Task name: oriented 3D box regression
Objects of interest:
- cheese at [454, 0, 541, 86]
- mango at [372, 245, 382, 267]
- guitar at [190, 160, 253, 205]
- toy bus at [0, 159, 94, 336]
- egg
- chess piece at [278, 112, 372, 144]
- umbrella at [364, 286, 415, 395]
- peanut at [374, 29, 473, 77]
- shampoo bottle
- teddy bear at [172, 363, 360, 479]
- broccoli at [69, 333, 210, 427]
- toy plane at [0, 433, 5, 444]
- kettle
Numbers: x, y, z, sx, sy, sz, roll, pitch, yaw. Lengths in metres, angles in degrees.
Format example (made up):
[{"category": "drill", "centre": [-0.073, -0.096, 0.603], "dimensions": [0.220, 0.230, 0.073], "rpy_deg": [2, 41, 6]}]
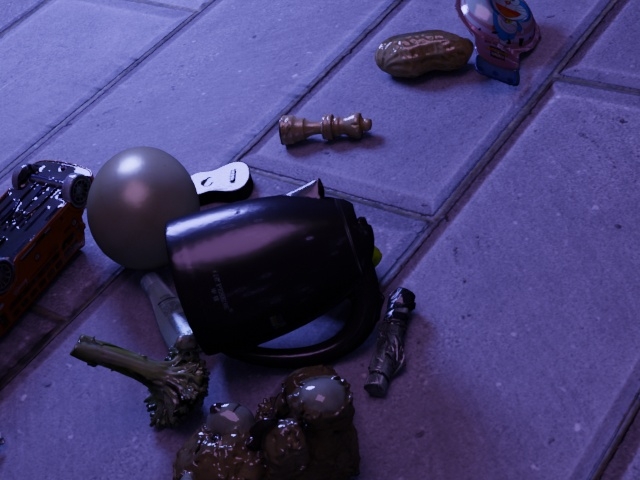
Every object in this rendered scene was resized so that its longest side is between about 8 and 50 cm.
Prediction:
[{"category": "cheese", "centre": [0.342, -0.405, 2.132], "dimensions": [0.189, 0.074, 0.286], "rpy_deg": [18, 49, -10]}, {"category": "mango", "centre": [0.000, 0.000, 1.768], "dimensions": [0.233, 0.111, 0.125], "rpy_deg": [20, 54, 30]}, {"category": "guitar", "centre": [-0.257, -0.090, 2.003], "dimensions": [0.271, 0.038, 0.084], "rpy_deg": [-8, 40, 4]}, {"category": "toy bus", "centre": [-0.511, 0.005, 1.886], "dimensions": [0.143, 0.153, 0.329], "rpy_deg": [12, 48, 26]}, {"category": "egg", "centre": [-0.298, -0.060, 1.866], "dimensions": [0.189, 0.188, 0.253], "rpy_deg": [-12, 37, 3]}, {"category": "chess piece", "centre": [0.011, -0.210, 2.051], "dimensions": [0.172, 0.060, 0.060], "rpy_deg": [-2, 42, 11]}, {"category": "umbrella", "centre": [0.105, 0.145, 1.614], "dimensions": [0.050, 0.046, 0.188], "rpy_deg": [-11, 38, 31]}, {"category": "peanut", "centre": [0.200, -0.363, 2.143], "dimensions": [0.194, 0.083, 0.093], "rpy_deg": [-3, 28, 16]}, {"category": "shampoo bottle", "centre": [-0.239, 0.113, 1.761], "dimensions": [0.069, 0.041, 0.190], "rpy_deg": [-26, 41, -15]}, {"category": "teddy bear", "centre": [-0.073, 0.268, 1.447], "dimensions": [0.256, 0.156, 0.267], "rpy_deg": [-16, 0, -2]}, {"category": "broccoli", "centre": [-0.258, 0.186, 1.580], "dimensions": [0.204, 0.122, 0.118], "rpy_deg": [28, 44, -18]}, {"category": "toy plane", "centre": [-0.528, 0.209, 1.680], "dimensions": [0.107, 0.182, 0.273], "rpy_deg": [-3, 29, -40]}, {"category": "kettle", "centre": [-0.052, 0.059, 1.625], "dimensions": [0.290, 0.268, 0.207], "rpy_deg": [-16, 6, 1]}]
